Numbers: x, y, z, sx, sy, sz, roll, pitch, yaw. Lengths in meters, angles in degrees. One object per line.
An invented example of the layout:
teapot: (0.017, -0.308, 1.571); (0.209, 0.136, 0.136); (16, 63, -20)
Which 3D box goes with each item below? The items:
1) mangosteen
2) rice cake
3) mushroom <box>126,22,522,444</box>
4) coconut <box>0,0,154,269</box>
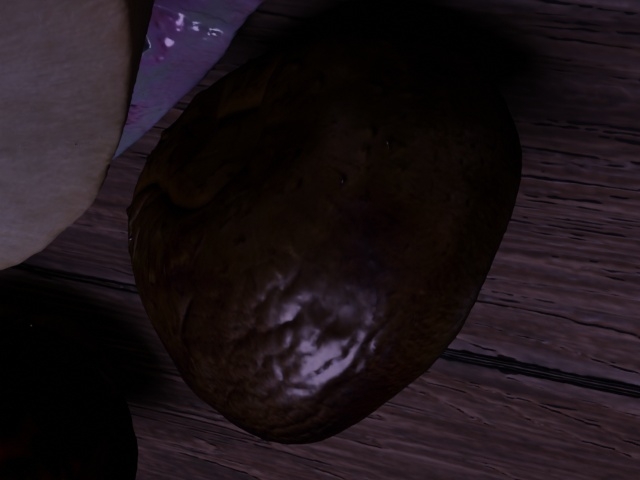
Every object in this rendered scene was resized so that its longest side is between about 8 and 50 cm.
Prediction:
mangosteen: (-0.222, 0.142, 1.166); (0.210, 0.210, 0.210); (20, 146, 14)
rice cake: (-0.108, -0.098, 0.881); (0.081, 0.051, 0.290); (38, 146, -14)
mushroom: (-0.011, -0.009, 0.802); (0.138, 0.194, 0.231); (39, 135, -17)
coconut: (-0.206, -0.112, 0.674); (0.329, 0.329, 0.329); (20, 146, 14)
